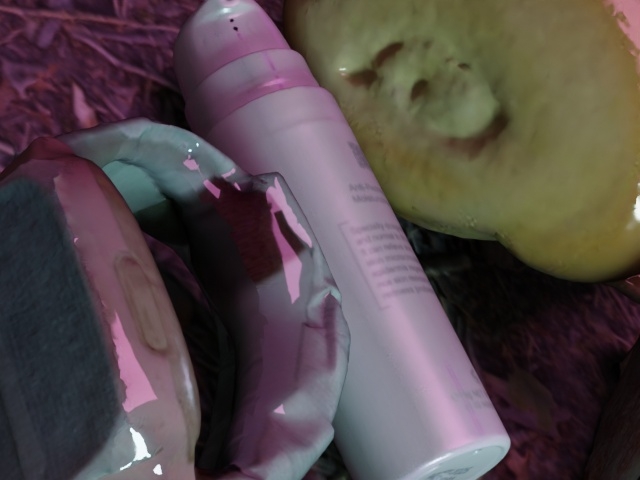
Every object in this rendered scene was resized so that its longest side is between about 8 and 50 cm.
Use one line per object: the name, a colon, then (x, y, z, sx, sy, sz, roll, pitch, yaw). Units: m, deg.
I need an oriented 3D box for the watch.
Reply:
watch: (-0.089, 0.053, 0.955, 0.241, 0.162, 0.253, 8, 54, -51)

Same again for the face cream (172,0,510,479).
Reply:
face cream: (0.000, 0.000, 1.103, 0.102, 0.102, 0.345, -4, 58, -43)

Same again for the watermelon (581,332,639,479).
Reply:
watermelon: (0.294, 0.122, 1.133, 0.283, 0.250, 0.292, 22, 46, -28)

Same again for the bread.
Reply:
bread: (0.188, -0.149, 1.241, 0.348, 0.253, 0.376, 33, 27, 30)
